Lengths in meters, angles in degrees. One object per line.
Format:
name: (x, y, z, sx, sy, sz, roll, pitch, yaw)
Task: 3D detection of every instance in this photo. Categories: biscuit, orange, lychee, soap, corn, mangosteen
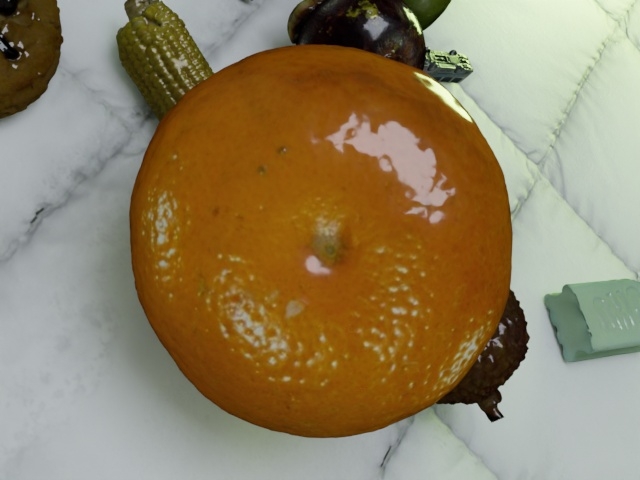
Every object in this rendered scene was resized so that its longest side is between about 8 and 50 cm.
biscuit: (-0.419, -0.267, 1.114, 0.296, 0.075, 0.295, 18, 58, -32)
orange: (0.000, 0.000, 1.093, 0.424, 0.326, 0.423, -1, 94, -7)
lychee: (0.176, 0.123, 1.289, 0.200, 0.200, 0.238, -19, 86, -40)
soap: (0.450, 0.122, 1.565, 0.198, 0.063, 0.114, -3, 68, -37)
corn: (-0.171, -0.185, 1.247, 0.097, 0.097, 0.261, -32, 93, -41)
mangosteen: (0.042, -0.275, 1.403, 0.192, 0.192, 0.217, 0, 37, -36)

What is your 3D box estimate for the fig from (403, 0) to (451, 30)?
fig: (0.104, -0.401, 1.496, 0.191, 0.181, 0.181, 5, 65, -17)

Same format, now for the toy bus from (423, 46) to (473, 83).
toy bus: (0.182, -0.274, 1.573, 0.131, 0.052, 0.037, -4, 66, -39)
